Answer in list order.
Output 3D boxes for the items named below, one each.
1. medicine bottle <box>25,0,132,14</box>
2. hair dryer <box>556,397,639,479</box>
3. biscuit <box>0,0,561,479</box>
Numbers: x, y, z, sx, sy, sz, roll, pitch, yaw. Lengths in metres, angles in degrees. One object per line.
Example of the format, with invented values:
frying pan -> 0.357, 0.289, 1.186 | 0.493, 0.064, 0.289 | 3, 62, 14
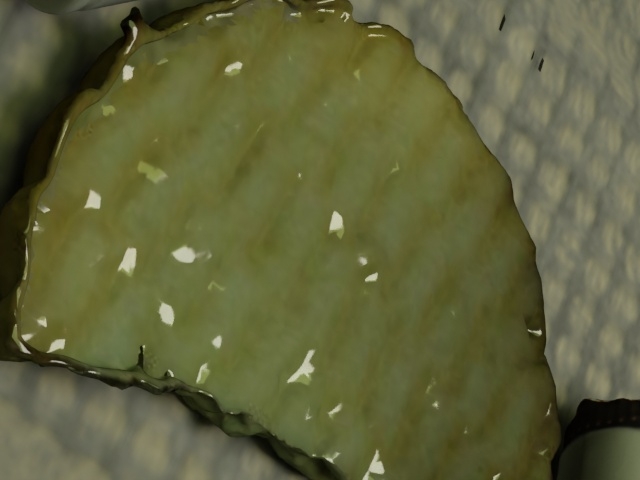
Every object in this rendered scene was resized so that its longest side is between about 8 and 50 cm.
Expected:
medicine bottle -> -0.064, -0.112, 0.679 | 0.089, 0.057, 0.057 | -18, 97, -42
hair dryer -> 0.110, 0.194, 0.740 | 0.128, 0.203, 0.362 | 41, 42, -28
biscuit -> 0.000, 0.000, 0.740 | 0.273, 0.036, 0.187 | 29, 66, -37
